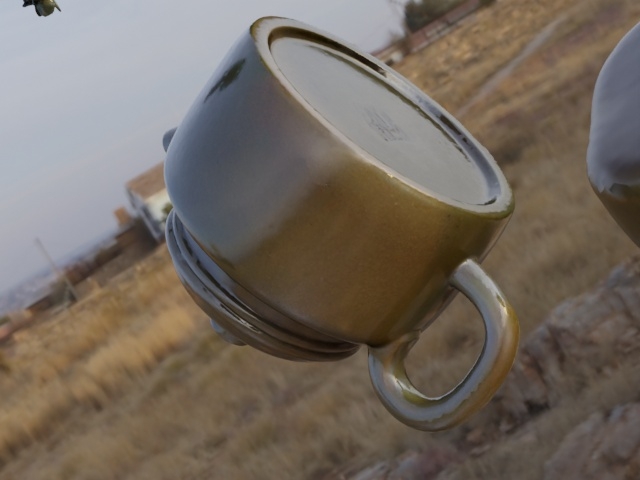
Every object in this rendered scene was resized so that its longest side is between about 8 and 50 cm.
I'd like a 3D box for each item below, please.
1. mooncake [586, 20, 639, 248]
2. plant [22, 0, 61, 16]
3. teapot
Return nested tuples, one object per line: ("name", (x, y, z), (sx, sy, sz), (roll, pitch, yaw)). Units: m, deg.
("mooncake", (0.276, -0.088, 0.597), (0.235, 0.117, 0.235), (-38, 20, 17))
("plant", (-0.196, -0.181, 0.639), (0.051, 0.102, 0.051), (-17, 50, 22))
("teapot", (0.000, 0.000, 0.579), (0.185, 0.267, 0.175), (-4, -44, -53))
